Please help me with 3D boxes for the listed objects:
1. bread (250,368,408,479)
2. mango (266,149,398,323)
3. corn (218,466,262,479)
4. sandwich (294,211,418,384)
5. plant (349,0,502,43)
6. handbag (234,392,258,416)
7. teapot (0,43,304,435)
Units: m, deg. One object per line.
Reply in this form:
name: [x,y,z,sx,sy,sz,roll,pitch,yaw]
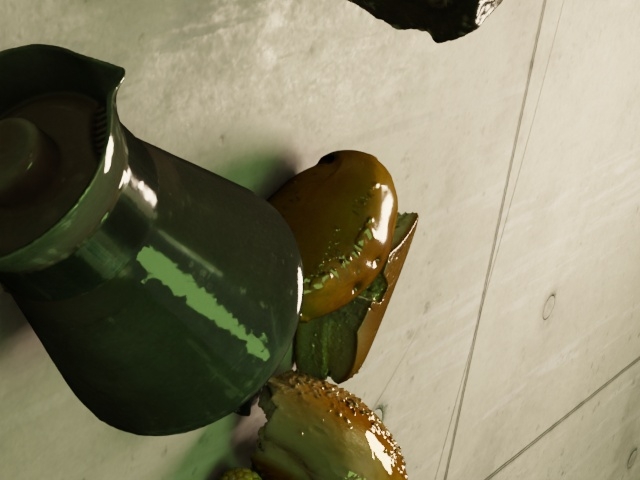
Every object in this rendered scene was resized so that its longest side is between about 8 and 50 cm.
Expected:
bread: [0.024,0.294,1.978,0.171,0.192,0.314,-50,147,-30]
mango: [0.000,0.000,1.774,0.249,0.151,0.156,-48,180,-40]
corn: [-0.138,0.384,1.870,0.248,0.081,0.081,-60,152,-20]
sandwich: [0.040,0.059,1.956,0.244,0.090,0.088,-65,155,-7]
plant: [0.150,-0.389,1.711,0.312,0.215,0.213,-61,149,-21]
handbag: [-0.080,0.119,1.802,0.139,0.072,0.115,-39,137,-50]
teapot: [-0.200,0.017,1.366,0.300,0.253,0.344,-36,143,4]
